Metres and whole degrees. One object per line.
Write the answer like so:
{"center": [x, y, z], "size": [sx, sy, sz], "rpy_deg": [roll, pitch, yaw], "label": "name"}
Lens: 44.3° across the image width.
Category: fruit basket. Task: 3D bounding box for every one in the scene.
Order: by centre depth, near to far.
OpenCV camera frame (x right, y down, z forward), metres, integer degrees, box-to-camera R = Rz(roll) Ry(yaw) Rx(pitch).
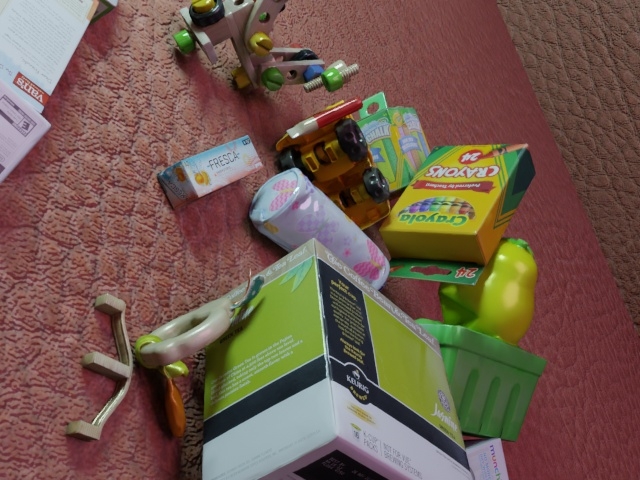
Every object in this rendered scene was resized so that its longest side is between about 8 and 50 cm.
{"center": [0.257, 0.171, 1.454], "size": [0.392, 0.282, 0.393], "rpy_deg": [6, 82, -49], "label": "fruit basket"}

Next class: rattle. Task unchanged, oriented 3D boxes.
{"center": [-0.135, 0.144, 1.051], "size": [0.199, 0.130, 0.143], "rpy_deg": [-30, 87, -41], "label": "rattle"}

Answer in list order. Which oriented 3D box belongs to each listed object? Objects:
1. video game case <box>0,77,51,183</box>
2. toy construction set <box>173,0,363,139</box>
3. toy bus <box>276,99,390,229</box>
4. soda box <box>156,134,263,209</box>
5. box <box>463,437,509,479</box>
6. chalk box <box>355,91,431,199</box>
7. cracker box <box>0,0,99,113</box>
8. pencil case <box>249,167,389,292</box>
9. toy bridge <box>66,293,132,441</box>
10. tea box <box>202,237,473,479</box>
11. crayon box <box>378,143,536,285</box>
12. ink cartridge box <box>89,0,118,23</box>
{"center": [-0.423, -0.131, 0.862], "size": [0.190, 0.022, 0.173], "rpy_deg": [47, 63, -29], "label": "video game case"}
{"center": [-0.102, -0.306, 1.322], "size": [0.237, 0.257, 0.309], "rpy_deg": [-28, 76, -13], "label": "toy construction set"}
{"center": [0.036, -0.147, 1.474], "size": [0.220, 0.149, 0.211], "rpy_deg": [59, 19, -18], "label": "toy bus"}
{"center": [-0.168, -0.108, 1.224], "size": [0.183, 0.058, 0.063], "rpy_deg": [-34, 100, -56], "label": "soda box"}
{"center": [0.220, 0.491, 1.336], "size": [0.231, 0.126, 0.262], "rpy_deg": [-1, 78, -43], "label": "box"}
{"center": [0.133, -0.197, 1.623], "size": [0.132, 0.132, 0.213], "rpy_deg": [-15, 84, -56], "label": "chalk box"}
{"center": [-0.394, -0.272, 0.995], "size": [0.155, 0.067, 0.232], "rpy_deg": [41, 42, -32], "label": "cracker box"}
{"center": [0.000, 0.000, 1.352], "size": [0.124, 0.113, 0.273], "rpy_deg": [-48, 122, -5], "label": "pencil case"}
{"center": [-0.264, 0.157, 0.977], "size": [0.063, 0.026, 0.188], "rpy_deg": [37, 45, -41], "label": "toy bridge"}
{"center": [0.025, 0.237, 1.104], "size": [0.329, 0.220, 0.324], "rpy_deg": [40, 30, -35], "label": "tea box"}
{"center": [0.248, -0.057, 1.453], "size": [0.319, 0.202, 0.081], "rpy_deg": [-54, 133, -36], "label": "crayon box"}
{"center": [-0.374, -0.416, 1.104], "size": [0.209, 0.062, 0.109], "rpy_deg": [36, 46, -38], "label": "ink cartridge box"}
